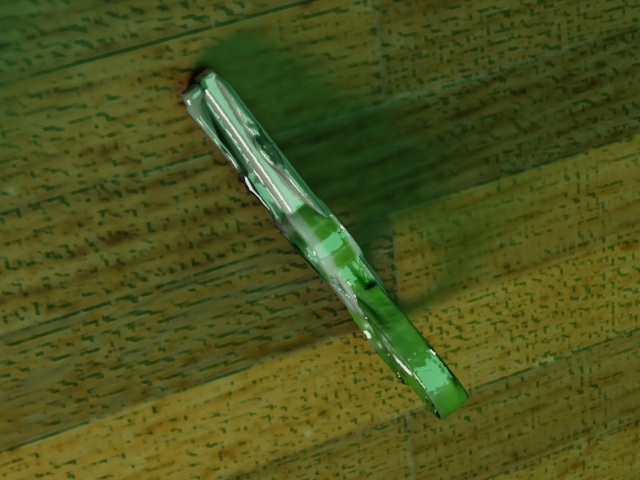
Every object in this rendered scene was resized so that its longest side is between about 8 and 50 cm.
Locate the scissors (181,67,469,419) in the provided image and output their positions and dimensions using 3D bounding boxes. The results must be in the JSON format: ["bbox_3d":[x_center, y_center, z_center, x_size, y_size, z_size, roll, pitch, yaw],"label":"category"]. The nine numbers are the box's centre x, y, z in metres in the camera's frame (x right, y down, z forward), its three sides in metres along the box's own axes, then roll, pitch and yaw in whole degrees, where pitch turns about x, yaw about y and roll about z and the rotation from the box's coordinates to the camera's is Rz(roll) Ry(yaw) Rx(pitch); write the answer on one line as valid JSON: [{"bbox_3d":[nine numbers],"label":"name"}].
[{"bbox_3d":[0.000,0.000,0.883,0.027,0.101,0.204,-40,113,-5],"label":"scissors"}]
